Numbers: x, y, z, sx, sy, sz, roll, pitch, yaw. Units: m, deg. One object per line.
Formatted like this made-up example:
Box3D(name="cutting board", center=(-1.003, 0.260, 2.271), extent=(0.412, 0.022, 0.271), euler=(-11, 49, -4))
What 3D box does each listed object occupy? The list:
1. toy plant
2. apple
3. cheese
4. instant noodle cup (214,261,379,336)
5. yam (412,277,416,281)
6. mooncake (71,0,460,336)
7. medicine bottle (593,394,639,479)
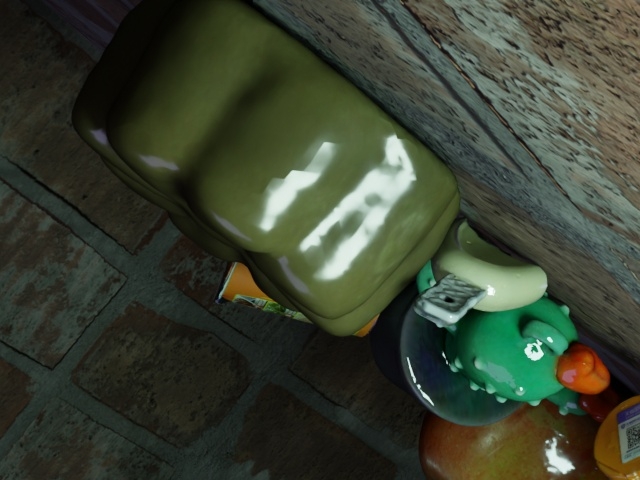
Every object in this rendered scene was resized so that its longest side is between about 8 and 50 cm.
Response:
Box3D(name="toy plant", center=(0.183, 0.115, 1.724), extent=(0.279, 0.185, 0.400), euler=(65, 164, -8))
Box3D(name="apple", center=(0.294, 0.292, 2.039), extent=(0.319, 0.277, 0.319), euler=(39, 176, 3))
Box3D(name="cheese", center=(0.145, 0.039, 1.458), extent=(0.127, 0.050, 0.235), euler=(28, -158, 16))
Box3D(name="instant noodle cup", center=(0.000, 0.000, 1.720), extent=(0.182, 0.230, 0.230), euler=(23, 178, -6))
Box3D(name="yam", center=(0.130, 0.040, 2.243), extent=(0.061, 0.061, 0.274), euler=(36, 175, 35))
Box3D(name="mooncake", center=(-0.055, -0.072, 1.419), extent=(0.378, 0.201, 0.378), euler=(37, 177, 2))
Box3D(name="medicine bottle", center=(0.410, 0.275, 1.560), extent=(0.288, 0.157, 0.157), euler=(40, 176, -29))
